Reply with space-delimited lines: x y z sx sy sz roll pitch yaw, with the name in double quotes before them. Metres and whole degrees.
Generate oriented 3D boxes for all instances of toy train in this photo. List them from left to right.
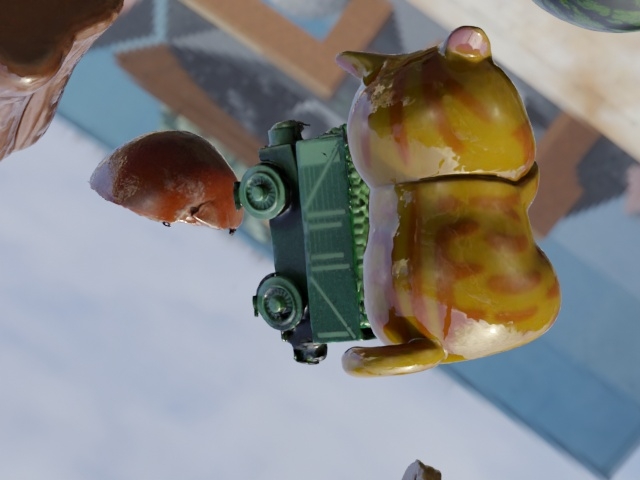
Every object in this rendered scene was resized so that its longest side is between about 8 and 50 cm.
"toy train" 0.000 0.000 1.976 0.115 0.154 0.269 -3 -92 -57

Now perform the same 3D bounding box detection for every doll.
"doll" 0.102 -0.026 1.488 0.162 0.167 0.269 9 -105 -63

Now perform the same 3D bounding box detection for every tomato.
"tomato" -0.206 -0.094 2.487 0.228 0.112 0.199 23 -166 33

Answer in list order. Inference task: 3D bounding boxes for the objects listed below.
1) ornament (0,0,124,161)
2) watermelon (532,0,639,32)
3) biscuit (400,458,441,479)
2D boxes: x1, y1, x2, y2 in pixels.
"ornament" -0.262 -0.170 1.340 0.221 0.217 0.235 2 -116 -21
"watermelon" 0.306 -0.349 1.815 0.285 0.285 0.285 31 -158 -14
"biscuit" 0.042 0.265 1.259 0.035 0.250 0.162 17 -160 -6
